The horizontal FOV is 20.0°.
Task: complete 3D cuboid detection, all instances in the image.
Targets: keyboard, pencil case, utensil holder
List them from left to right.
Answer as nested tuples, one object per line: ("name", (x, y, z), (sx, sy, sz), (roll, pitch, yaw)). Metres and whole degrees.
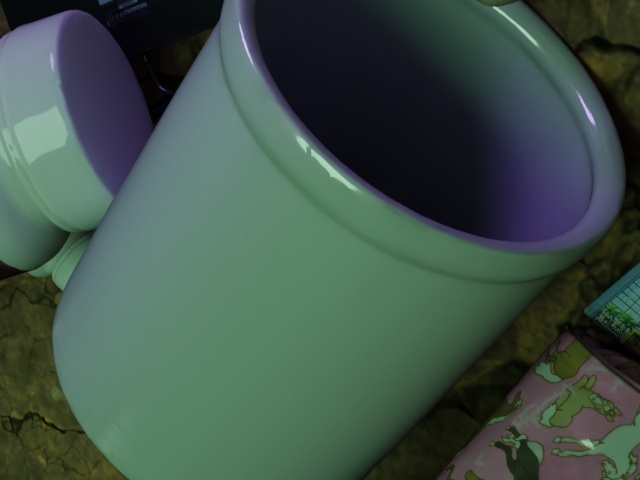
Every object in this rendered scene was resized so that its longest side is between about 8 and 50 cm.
("keyboard", (-0.163, -0.193, 1.664), (0.317, 0.033, 0.201), (-14, 97, 41))
("utensil holder", (0.000, 0.000, 1.429), (0.327, 0.328, 0.385), (47, 132, 13))
("pencil case", (0.138, 0.255, 1.407), (0.167, 0.160, 0.386), (41, 91, 7))

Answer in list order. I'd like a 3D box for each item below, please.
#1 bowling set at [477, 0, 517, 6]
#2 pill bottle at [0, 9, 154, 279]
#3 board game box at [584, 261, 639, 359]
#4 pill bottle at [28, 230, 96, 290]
("bowling set", (0.120, -0.323, 1.346), (0.154, 0.200, 0.287), (-27, 101, 1))
("pill bottle", (-0.360, -0.056, 1.633), (0.392, 0.224, 0.224), (-18, 96, 17))
("board game box", (0.327, 0.038, 1.358), (0.194, 0.060, 0.194), (41, 127, 19))
("pill bottle", (-0.276, -0.024, 1.771), (0.169, 0.094, 0.094), (43, 128, 17))
